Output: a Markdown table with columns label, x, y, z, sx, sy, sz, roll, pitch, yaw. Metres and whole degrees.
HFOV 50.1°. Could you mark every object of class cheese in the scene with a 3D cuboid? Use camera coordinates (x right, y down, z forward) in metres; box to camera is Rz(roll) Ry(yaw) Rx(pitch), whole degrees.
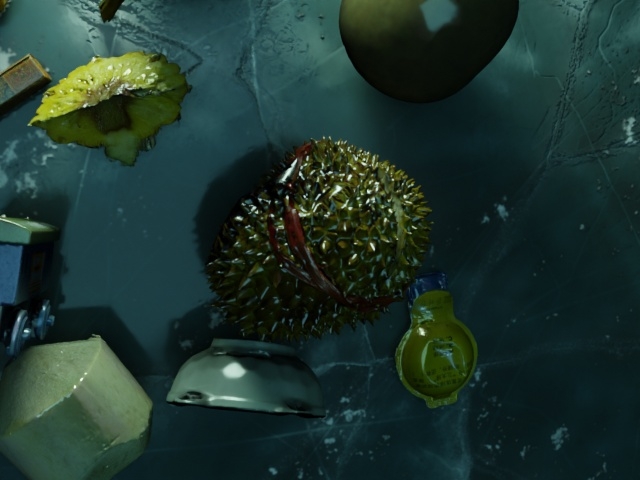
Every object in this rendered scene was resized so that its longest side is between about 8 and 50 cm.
| label | x | y | z | sx | sy | sz | roll | pitch | yaw |
| --- | --- | --- | --- | --- | --- | --- | --- | --- | --- |
| cheese | 0.226 | 0.197 | 1.346 | 0.177 | 0.069 | 0.270 | -10 | 98 | -13 |

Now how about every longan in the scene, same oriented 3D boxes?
| label | x | y | z | sx | sy | sz | roll | pitch | yaw |
| --- | --- | --- | --- | --- | --- | --- | --- | --- | --- |
| longan | 0.173 | -0.377 | 1.130 | 0.297 | 0.297 | 0.297 | -2 | 99 | -14 |

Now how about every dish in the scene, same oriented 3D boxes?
| label | x | y | z | sx | sy | sz | roll | pitch | yaw |
| --- | --- | --- | --- | --- | --- | --- | --- | --- | --- |
| dish | -0.122 | 0.235 | 1.179 | 0.303 | 0.303 | 0.120 | 9 | 75 | -15 |

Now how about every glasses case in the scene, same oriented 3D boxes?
| label | x | y | z | sx | sy | sz | roll | pitch | yaw |
| --- | --- | --- | --- | --- | --- | --- | --- | --- | --- |
| glasses case | -0.537 | -0.216 | 1.087 | 0.218 | 0.075 | 0.049 | -36 | 103 | -6 |

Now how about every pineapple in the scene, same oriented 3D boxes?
| label | x | y | z | sx | sy | sz | roll | pitch | yaw |
| --- | --- | --- | --- | --- | --- | --- | --- | --- | --- |
| pineapple | -0.324 | -0.221 | 1.139 | 0.250 | 0.139 | 0.164 | -19 | 145 | 5 |

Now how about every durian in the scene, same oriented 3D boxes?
| label | x | y | z | sx | sy | sz | roll | pitch | yaw |
| --- | --- | --- | --- | --- | --- | --- | --- | --- | --- |
| durian | -0.002 | 0.003 | 1.116 | 0.384 | 0.347 | 0.347 | -10 | 104 | 26 |

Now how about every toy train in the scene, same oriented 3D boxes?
| label | x | y | z | sx | sy | sz | roll | pitch | yaw |
| --- | --- | --- | --- | --- | --- | --- | --- | --- | --- |
| toy train | -0.474 | 0.062 | 1.037 | 0.131 | 0.300 | 0.201 | 8 | 89 | -13 |

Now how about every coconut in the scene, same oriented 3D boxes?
| label | x | y | z | sx | sy | sz | roll | pitch | yaw |
| --- | --- | --- | --- | --- | --- | --- | --- | --- | --- |
| coconut | -0.414 | 0.275 | 1.118 | 0.239 | 0.239 | 0.244 | -35 | 111 | -6 |

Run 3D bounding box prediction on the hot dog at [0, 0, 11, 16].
| label | x | y | z | sx | sy | sz | roll | pitch | yaw |
| --- | --- | --- | --- | --- | --- | --- | --- | --- | --- |
| hot dog | -0.594 | -0.406 | 1.045 | 0.253 | 0.069 | 0.131 | 2 | 99 | -13 |

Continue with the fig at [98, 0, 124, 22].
| label | x | y | z | sx | sy | sz | roll | pitch | yaw |
| --- | --- | --- | --- | --- | --- | --- | --- | --- | --- |
| fig | -0.228 | -0.471 | 1.064 | 0.286 | 0.286 | 0.368 | 34 | 122 | -17 |
